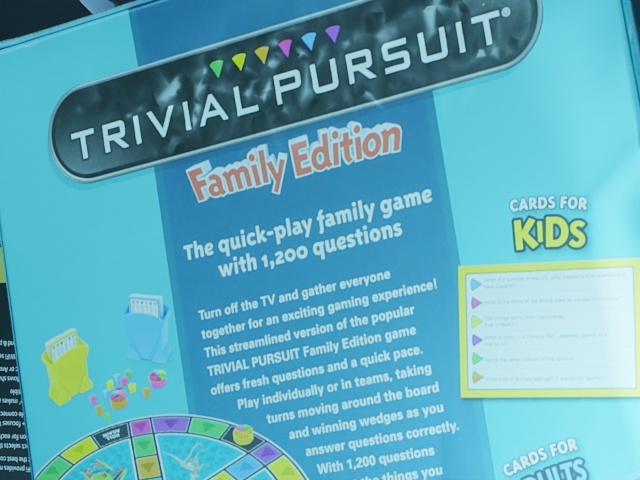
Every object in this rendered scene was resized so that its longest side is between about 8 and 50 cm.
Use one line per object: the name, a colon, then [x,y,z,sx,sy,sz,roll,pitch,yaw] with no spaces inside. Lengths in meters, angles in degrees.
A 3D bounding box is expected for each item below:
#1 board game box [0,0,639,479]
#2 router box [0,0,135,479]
board game box: [0.024,0.070,0.655,0.253,0.079,0.336,-13,81,29]
router box: [0.000,0.000,0.770,0.309,0.081,0.243,-1,86,26]
